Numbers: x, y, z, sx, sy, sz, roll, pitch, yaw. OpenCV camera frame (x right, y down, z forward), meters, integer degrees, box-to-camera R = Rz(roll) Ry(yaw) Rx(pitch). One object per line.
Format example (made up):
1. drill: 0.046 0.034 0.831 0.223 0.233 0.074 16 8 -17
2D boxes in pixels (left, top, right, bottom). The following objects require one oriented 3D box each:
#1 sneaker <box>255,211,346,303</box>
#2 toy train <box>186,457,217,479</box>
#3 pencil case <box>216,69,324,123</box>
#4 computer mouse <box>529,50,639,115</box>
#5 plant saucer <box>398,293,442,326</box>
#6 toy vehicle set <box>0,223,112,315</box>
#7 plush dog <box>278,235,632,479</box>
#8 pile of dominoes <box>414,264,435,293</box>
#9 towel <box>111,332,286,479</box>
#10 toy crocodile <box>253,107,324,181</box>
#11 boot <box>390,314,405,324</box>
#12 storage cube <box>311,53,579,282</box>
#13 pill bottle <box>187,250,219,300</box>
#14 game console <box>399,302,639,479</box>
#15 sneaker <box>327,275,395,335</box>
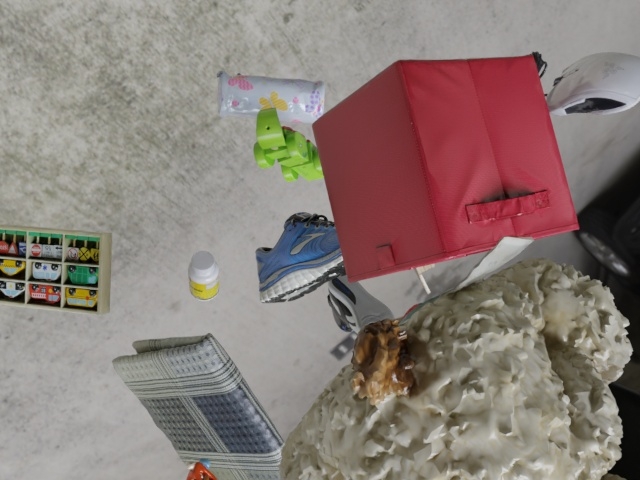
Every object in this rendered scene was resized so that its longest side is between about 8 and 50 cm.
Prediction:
1. sneaker: 0.000 0.000 1.260 0.330 0.147 0.130 -26 166 26
2. toy train: -0.179 0.419 1.019 0.046 0.166 0.125 -34 112 20
3. pencil case: -0.124 -0.355 1.687 0.273 0.124 0.113 4 118 -10
4. computer mouse: 0.280 -0.177 0.755 0.042 0.193 0.106 34 80 -24
5. plant saucer: 0.144 0.143 0.651 0.195 0.195 0.037 -43 162 11
6. toy vehicle set: -0.553 0.057 1.386 0.035 0.267 0.165 -15 108 -74
7. plush dog: 0.106 0.146 0.372 0.262 0.225 0.210 -37 162 3
8. pile of dominoes: 0.179 -0.025 1.470 0.040 0.251 0.196 -27 132 4
9. towel: -0.201 0.301 1.190 0.324 0.312 0.056 -16 -159 45
10. toy crocodile: -0.064 -0.217 1.637 0.115 0.105 0.341 -12 165 23
11. boot: 0.170 0.211 1.154 0.073 0.197 0.152 21 154 -38
12. storage cube: 0.125 -0.073 0.736 0.184 0.193 0.215 -11 176 -28
13. pill bottle: -0.243 0.072 1.411 0.065 0.065 0.116 -24 152 -22
14. game console: 0.226 0.280 0.751 0.060 0.387 0.341 107 7 -56
15. sneaker: 0.091 0.170 1.396 0.079 0.217 0.121 -24 142 -18
